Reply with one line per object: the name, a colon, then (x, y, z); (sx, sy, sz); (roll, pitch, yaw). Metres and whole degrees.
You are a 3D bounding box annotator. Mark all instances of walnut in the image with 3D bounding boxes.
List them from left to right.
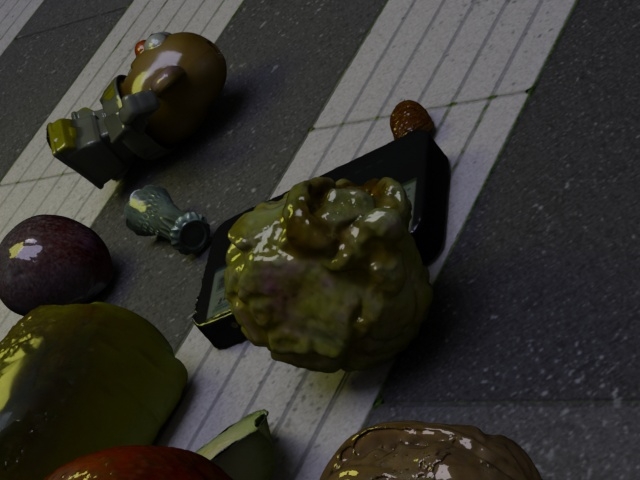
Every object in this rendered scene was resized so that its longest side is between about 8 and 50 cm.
walnut: (0.095, 0.255, 1.337); (0.245, 0.198, 0.198); (-13, 39, 34)

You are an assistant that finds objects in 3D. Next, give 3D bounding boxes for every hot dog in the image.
hot dog: (0.119, -0.153, 1.997); (0.058, 0.035, 0.083); (-33, 31, 13)

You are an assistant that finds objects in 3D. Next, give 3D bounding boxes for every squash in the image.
squash: (-0.113, 0.272, 1.673); (0.192, 0.085, 0.184); (-36, 2, 2)

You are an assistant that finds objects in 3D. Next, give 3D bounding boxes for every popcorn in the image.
popcorn: (0.018, 0.027, 1.675); (0.259, 0.259, 0.212); (-25, 15, 24)

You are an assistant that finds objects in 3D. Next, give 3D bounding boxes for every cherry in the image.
cherry: (-0.397, 0.038, 2.210); (0.176, 0.140, 0.176); (-18, 28, 10)

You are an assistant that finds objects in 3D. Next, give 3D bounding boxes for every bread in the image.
bread: (-0.338, 0.237, 1.835); (0.251, 0.208, 0.376); (-2, 43, 40)

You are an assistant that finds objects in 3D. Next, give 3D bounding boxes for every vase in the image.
vase: (-0.216, -0.025, 2.162); (0.081, 0.081, 0.148); (-47, 35, -12)

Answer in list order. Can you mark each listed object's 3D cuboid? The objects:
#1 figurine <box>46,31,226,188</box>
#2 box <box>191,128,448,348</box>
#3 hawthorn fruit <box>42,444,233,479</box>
figurine: (-0.272, -0.218, 2.382); (0.285, 0.167, 0.342); (-32, 27, 18)
box: (0.000, 0.000, 1.907); (0.350, 0.058, 0.211); (-23, 36, 26)
hawthorn fruit: (-0.188, 0.342, 1.462); (0.299, 0.275, 0.275); (-34, 27, 40)
